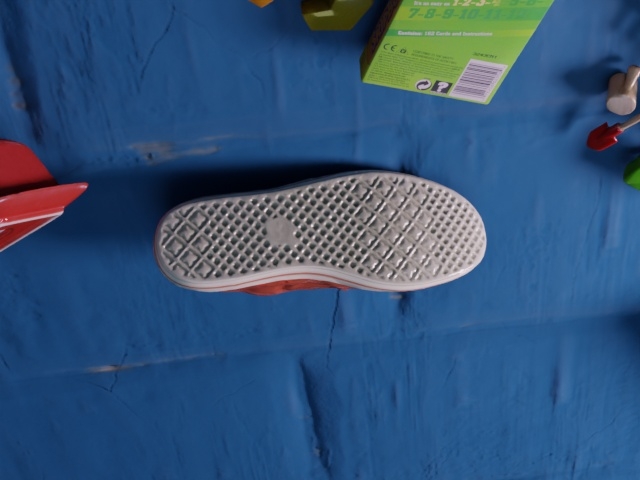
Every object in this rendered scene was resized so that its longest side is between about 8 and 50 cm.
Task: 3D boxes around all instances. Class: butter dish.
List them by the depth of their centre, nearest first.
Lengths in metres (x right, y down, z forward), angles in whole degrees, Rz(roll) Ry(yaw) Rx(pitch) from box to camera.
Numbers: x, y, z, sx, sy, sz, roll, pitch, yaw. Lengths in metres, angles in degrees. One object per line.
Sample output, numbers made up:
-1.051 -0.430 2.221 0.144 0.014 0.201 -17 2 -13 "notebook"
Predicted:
-0.324 -0.048 1.171 0.160 0.118 0.160 -28 177 23 "butter dish"

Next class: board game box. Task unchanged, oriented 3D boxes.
0.132 -0.213 1.044 0.124 0.039 0.259 8 146 -17 "board game box"

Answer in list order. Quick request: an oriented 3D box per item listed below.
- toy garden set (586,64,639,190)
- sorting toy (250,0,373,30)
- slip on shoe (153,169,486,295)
0.359 -0.133 1.185 0.203 0.049 0.244 25 141 -13 "toy garden set"
0.082 -0.264 1.025 0.229 0.041 0.307 25 129 -30 "sorting toy"
0.000 0.000 1.273 0.331 0.123 0.101 -5 170 -9 "slip on shoe"
